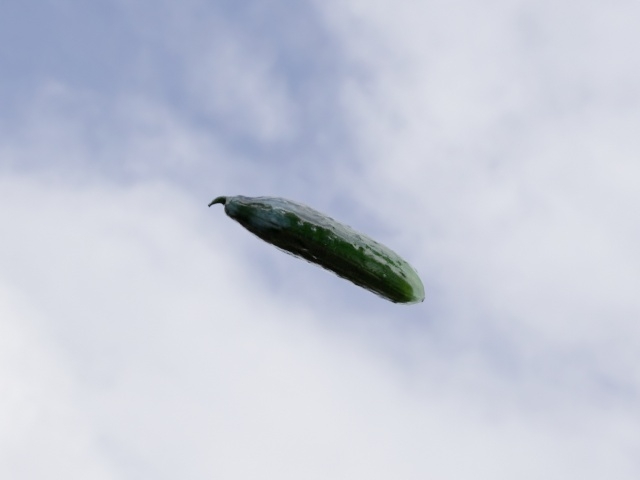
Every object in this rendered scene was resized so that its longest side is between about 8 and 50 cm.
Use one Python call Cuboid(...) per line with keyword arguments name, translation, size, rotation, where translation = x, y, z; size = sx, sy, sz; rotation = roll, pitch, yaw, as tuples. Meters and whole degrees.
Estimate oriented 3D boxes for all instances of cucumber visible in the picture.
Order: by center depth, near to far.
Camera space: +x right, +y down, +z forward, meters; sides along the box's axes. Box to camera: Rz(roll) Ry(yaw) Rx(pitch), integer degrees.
Cuboid(name="cucumber", translation=(0.000, 0.000, 1.186), size=(0.155, 0.037, 0.037), rotation=(25, -43, 5))
